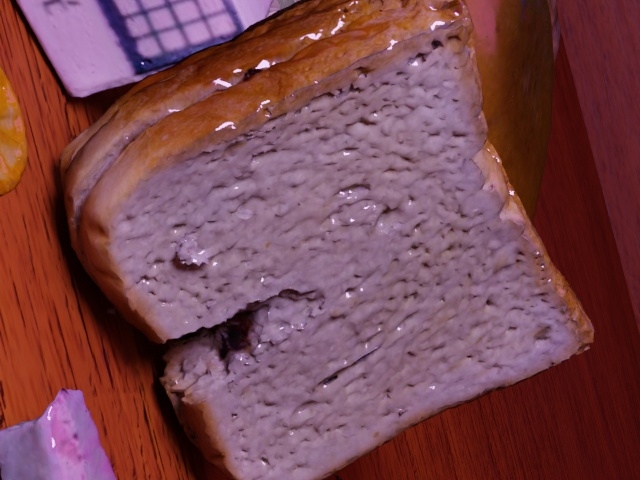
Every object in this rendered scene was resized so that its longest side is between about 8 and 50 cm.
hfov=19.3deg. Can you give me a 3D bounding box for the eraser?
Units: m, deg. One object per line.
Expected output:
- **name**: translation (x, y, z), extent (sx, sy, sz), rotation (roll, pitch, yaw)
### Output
- **eraser**: translation (-0.136, -0.220, 1.005), extent (0.086, 0.130, 0.287), rotation (-80, 152, -49)

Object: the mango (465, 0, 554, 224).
- **mango**: translation (0.115, -0.124, 1.649), extent (0.253, 0.182, 0.365), rotation (-21, 101, -64)

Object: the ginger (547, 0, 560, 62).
- **ginger**: translation (0.115, -0.283, 1.854), extent (0.375, 0.176, 0.256), rotation (47, 15, -55)

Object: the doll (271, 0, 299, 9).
- **doll**: translation (-0.045, -0.177, 1.386), extent (0.150, 0.077, 0.115), rotation (-89, 171, -74)

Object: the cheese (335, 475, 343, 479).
- **cheese**: translation (0.072, 0.267, 1.344), extent (0.175, 0.091, 0.202), rotation (37, 41, -63)

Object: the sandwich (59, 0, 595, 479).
- **sandwich**: translation (0.000, 0.001, 1.064), extent (0.273, 0.249, 0.095), rotation (63, 0, -38)

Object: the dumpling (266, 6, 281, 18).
- **dumpling**: translation (-0.030, -0.046, 1.202), extent (0.193, 0.147, 0.258), rotation (-55, 158, -15)

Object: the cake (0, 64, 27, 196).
- **cake**: translation (-0.174, -0.054, 0.879), extent (0.084, 0.044, 0.084), rotation (-16, 90, -73)

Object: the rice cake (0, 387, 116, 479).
- **rice cake**: translation (-0.093, 0.212, 0.904), extent (0.081, 0.051, 0.290), rotation (-9, 85, -73)
